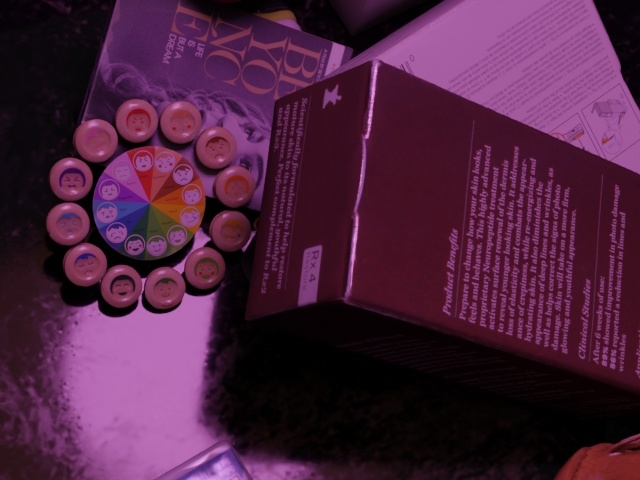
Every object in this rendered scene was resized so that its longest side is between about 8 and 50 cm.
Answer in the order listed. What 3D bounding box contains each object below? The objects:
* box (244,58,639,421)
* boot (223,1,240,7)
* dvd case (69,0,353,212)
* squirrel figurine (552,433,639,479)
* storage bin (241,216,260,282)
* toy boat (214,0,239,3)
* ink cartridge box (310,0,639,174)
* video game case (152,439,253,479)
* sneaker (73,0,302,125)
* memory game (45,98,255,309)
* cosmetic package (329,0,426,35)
[{"bbox_3d":[0.138,0.016,1.272,0.381,0.143,0.191,20,69,-34],"label":"box"},{"bbox_3d":[-0.128,-0.233,1.450,0.119,0.042,0.087,-10,67,-16],"label":"boot"},{"bbox_3d":[-0.091,-0.120,1.362,0.221,0.018,0.164,16,88,-24],"label":"dvd case"},{"bbox_3d":[0.352,0.310,1.229,0.371,0.281,0.396,1,68,-4],"label":"squirrel figurine"},{"bbox_3d":[0.000,0.000,1.345,0.091,0.135,0.098,-32,78,-31],"label":"storage bin"},{"bbox_3d":[-0.060,-0.283,1.392,0.151,0.151,0.231,-46,43,8],"label":"toy boat"},{"bbox_3d":[0.154,-0.089,1.434,0.296,0.066,0.261,-34,107,-21],"label":"ink cartridge box"},{"bbox_3d":[-0.136,0.363,1.232,0.329,0.036,0.300,-29,78,-19],"label":"video game case"},{"bbox_3d":[-0.102,-0.138,1.393,0.235,0.084,0.097,-28,79,-19],"label":"sneaker"},{"bbox_3d":[-0.142,-0.030,1.335,0.186,0.012,0.186,-4,102,-20],"label":"memory game"},{"bbox_3d":[0.072,-0.356,1.354,0.155,0.365,0.197,-28,80,-17],"label":"cosmetic package"}]
